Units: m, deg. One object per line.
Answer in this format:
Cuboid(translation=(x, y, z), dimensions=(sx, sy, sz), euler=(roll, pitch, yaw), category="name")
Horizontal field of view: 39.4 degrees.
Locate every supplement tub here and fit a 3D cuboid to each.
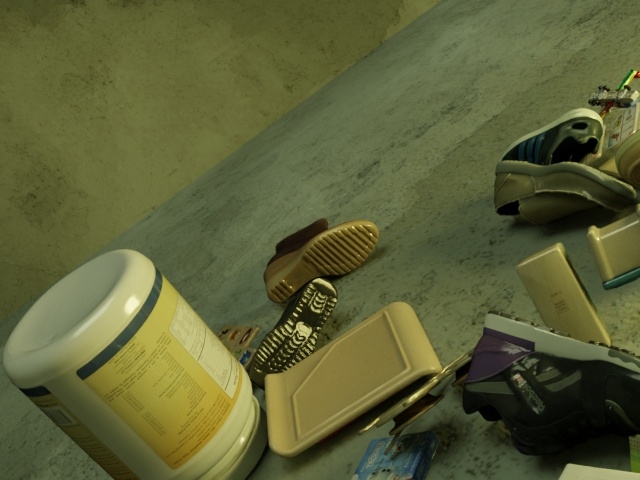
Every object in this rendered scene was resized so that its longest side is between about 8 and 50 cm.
Cuboid(translation=(-0.234, 0.193, 1.190), dimensions=(0.228, 0.316, 0.228), euler=(-28, 27, 16), category="supplement tub")

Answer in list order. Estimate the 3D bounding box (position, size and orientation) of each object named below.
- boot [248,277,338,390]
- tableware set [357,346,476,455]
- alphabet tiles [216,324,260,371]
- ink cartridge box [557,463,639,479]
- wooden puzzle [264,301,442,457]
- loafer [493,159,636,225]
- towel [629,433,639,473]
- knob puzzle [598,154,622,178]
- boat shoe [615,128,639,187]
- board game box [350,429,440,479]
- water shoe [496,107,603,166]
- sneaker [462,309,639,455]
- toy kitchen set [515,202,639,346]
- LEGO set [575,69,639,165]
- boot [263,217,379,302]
Cuboid(translation=(-0.053, 0.158, 1.417), dimensions=(0.198, 0.077, 0.137), euler=(-50, 5, -23), category="boot")
Cuboid(translation=(0.144, 0.169, 1.015), dimensions=(0.194, 0.039, 0.128), euler=(-29, -12, -32), category="tableware set")
Cuboid(translation=(-0.189, 0.236, 1.442), dimensions=(0.198, 0.009, 0.237), euler=(-5, 47, 56), category="alphabet tiles")
Cuboid(translation=(0.258, 0.237, 0.665), dimensions=(0.209, 0.062, 0.109), euler=(-9, 32, 52), category="ink cartridge box")
Cuboid(translation=(0.039, 0.187, 1.208), dimensions=(0.239, 0.044, 0.221), euler=(-29, 19, 4), category="wooden puzzle")
Cuboid(translation=(0.334, -0.058, 1.252), dimensions=(0.251, 0.094, 0.087), euler=(14, 85, 64), category="loafer")
Cuboid(translation=(0.290, 0.196, 0.734), dimensions=(0.009, 0.060, 0.083), euler=(-7, 4, -28), category="towel")
Cuboid(translation=(0.497, -0.126, 1.194), dimensions=(0.213, 0.030, 0.213), euler=(-31, 19, 11), category="knob puzzle")
Cuboid(translation=(0.486, -0.107, 1.035), dimensions=(0.285, 0.104, 0.089), euler=(-16, 51, 32), category="boat shoe")
Cuboid(translation=(0.079, 0.255, 0.996), dimensions=(0.090, 0.020, 0.090), euler=(-21, 22, 38), category="board game box")
Cuboid(translation=(0.340, -0.125, 1.361), dimensions=(0.203, 0.073, 0.080), euler=(-42, 25, 45), category="water shoe")
Cuboid(translation=(0.250, 0.162, 0.857), dimensions=(0.283, 0.107, 0.124), euler=(14, 77, 59), category="sneaker")
Cuboid(translation=(0.348, 0.024, 1.003), dimensions=(0.207, 0.122, 0.166), euler=(-27, 0, 21), category="toy kitchen set")
Cuboid(translation=(0.481, -0.212, 1.358), dimensions=(0.182, 0.060, 0.244), euler=(-38, 21, 45), category="LEGO set")
Cuboid(translation=(0.000, 0.000, 1.640), dimensions=(0.248, 0.090, 0.207), euler=(-32, 20, 19), category="boot")
